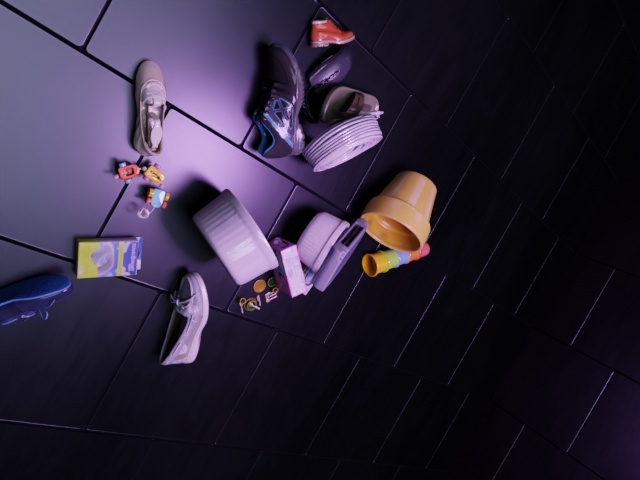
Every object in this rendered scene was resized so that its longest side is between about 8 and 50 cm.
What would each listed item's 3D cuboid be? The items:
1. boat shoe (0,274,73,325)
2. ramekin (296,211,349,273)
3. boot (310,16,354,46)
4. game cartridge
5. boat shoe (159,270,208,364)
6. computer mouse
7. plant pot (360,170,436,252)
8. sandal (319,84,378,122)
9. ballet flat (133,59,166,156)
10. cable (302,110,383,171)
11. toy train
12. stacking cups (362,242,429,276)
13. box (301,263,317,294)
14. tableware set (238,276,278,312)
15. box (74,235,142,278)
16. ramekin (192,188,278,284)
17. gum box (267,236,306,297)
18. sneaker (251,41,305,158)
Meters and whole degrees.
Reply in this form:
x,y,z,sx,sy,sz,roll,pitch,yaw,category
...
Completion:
x,y,z,sx,sy,sz,roll,pitch,yaw,category
-0.768,0.161,1.344,0.259,0.109,0.088,-15,127,-13,boat shoe
0.000,0.000,1.779,0.207,0.109,0.207,-56,174,-9,ramekin
0.038,-0.644,1.604,0.158,0.059,0.084,-18,115,-29,boot
0.069,0.052,1.822,0.198,0.062,0.297,-56,175,31,game cartridge
-0.426,0.246,1.619,0.103,0.118,0.320,-3,118,-41,boat shoe
0.034,-0.491,1.666,0.262,0.060,0.184,-43,129,-14,computer mouse
0.310,-0.119,1.939,0.254,0.254,0.238,48,64,-40,plant pot
0.109,-0.433,1.696,0.303,0.086,0.120,-16,132,-46,sandal
-0.437,-0.339,1.363,0.086,0.086,0.248,-6,113,-36,ballet flat
0.071,-0.307,1.662,0.257,0.257,0.089,-26,87,-48,cable
-0.490,-0.151,1.435,0.125,0.046,0.166,-28,122,-23,toy train
0.320,0.068,2.113,0.317,0.096,0.095,-13,117,-32,stacking cups
-0.055,0.137,1.907,0.081,0.028,0.136,38,84,-42,box
-0.214,0.189,1.812,0.154,0.024,0.103,-22,122,-28,tableware set
-0.584,0.046,1.454,0.178,0.042,0.108,-2,112,-36,box
-0.256,-0.002,1.536,0.135,0.277,0.277,-34,127,-11,ramekin
-0.117,0.086,1.770,0.062,0.107,0.188,-24,116,-27,gum box
-0.129,-0.402,1.541,0.140,0.125,0.340,-20,120,-27,sneaker
